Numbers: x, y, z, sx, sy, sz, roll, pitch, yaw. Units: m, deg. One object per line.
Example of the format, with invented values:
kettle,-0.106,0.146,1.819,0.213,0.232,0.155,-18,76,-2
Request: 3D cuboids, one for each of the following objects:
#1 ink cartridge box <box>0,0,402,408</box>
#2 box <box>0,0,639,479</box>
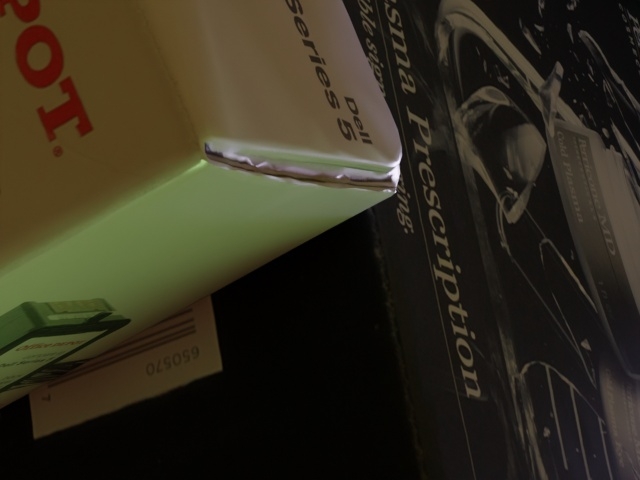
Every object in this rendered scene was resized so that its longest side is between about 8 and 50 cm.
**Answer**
ink cartridge box,-0.144,-0.044,0.537,0.273,0.198,0.115,-29,166,22
box,0.018,0.035,0.693,0.179,0.343,0.312,-21,156,25
